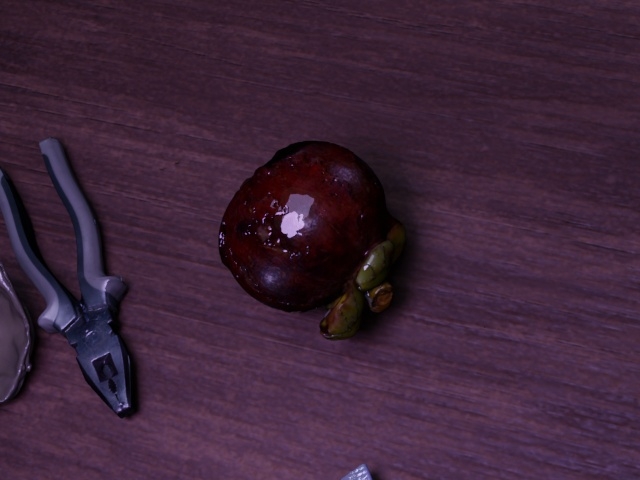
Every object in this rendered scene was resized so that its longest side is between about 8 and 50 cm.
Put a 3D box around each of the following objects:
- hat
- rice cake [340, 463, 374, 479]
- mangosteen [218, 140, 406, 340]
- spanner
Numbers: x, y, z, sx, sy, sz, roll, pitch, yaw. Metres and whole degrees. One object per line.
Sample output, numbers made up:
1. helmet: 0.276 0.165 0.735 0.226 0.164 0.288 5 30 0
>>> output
1. hat: -0.352 0.082 1.944 0.175 0.085 0.147 28 89 49
2. rice cake: 0.071 0.282 1.737 0.042 0.030 0.180 -32 62 8
3. mangosteen: 0.000 0.000 1.821 0.180 0.166 0.166 45 85 2
4. spanner: -0.247 0.037 1.938 0.096 0.040 0.324 -28 61 5
